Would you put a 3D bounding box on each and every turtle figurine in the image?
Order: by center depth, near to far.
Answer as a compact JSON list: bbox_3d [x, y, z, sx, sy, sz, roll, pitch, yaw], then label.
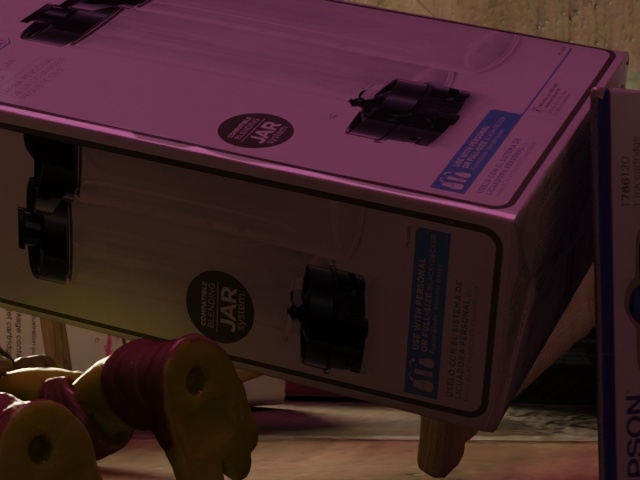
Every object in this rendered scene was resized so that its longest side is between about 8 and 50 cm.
[{"bbox_3d":[-0.129,0.064,0.705,0.217,0.087,0.269,-1,-1,43],"label":"turtle figurine"}]

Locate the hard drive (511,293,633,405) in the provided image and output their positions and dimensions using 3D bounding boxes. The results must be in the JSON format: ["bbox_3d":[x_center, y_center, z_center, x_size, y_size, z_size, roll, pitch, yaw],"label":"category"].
[{"bbox_3d":[0.148,0.019,1.185,0.172,0.054,0.255,-1,-36,27],"label":"hard drive"}]

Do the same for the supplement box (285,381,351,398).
[{"bbox_3d":[0.028,0.073,1.386,0.188,0.081,0.104,0,-1,14],"label":"supplement box"}]

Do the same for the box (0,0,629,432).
[{"bbox_3d":[-0.040,-0.033,0.757,0.290,0.087,0.169,13,31,19],"label":"box"}]

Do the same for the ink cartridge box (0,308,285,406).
[{"bbox_3d":[-0.188,0.055,1.261,0.278,0.117,0.201,1,-1,-41],"label":"ink cartridge box"}]

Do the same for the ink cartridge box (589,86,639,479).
[{"bbox_3d":[0.222,0.023,0.793,0.332,0.165,0.065,1,-2,-33],"label":"ink cartridge box"}]

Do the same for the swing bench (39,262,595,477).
[{"bbox_3d":[0.000,0.000,0.994,0.254,0.165,0.253,-1,14,26],"label":"swing bench"}]
